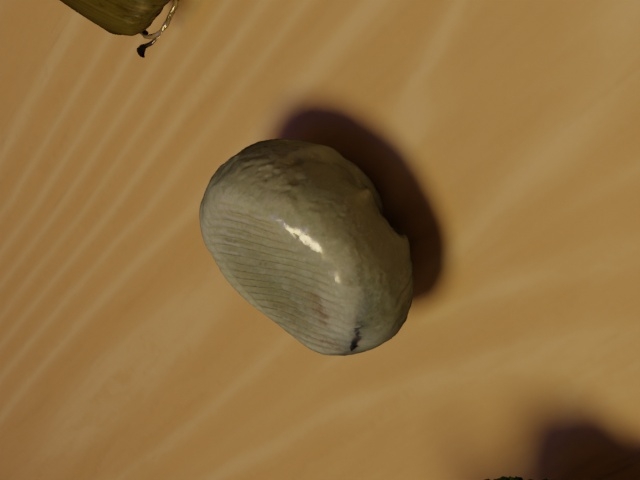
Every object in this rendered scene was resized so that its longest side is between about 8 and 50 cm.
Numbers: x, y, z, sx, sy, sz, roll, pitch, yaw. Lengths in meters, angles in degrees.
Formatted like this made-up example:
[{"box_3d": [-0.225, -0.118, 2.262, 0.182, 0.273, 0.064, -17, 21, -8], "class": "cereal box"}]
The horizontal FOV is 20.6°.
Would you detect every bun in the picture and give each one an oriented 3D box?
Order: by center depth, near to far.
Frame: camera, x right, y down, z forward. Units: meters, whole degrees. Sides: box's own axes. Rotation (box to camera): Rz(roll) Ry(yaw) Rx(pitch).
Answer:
[{"box_3d": [0.000, 0.000, 1.006, 0.141, 0.083, 0.140, 37, 152, 24], "class": "bun"}]

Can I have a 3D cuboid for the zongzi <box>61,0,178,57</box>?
[{"box_3d": [-0.181, -0.174, 0.969, 0.094, 0.204, 0.205, -26, 98, 48], "class": "zongzi"}]

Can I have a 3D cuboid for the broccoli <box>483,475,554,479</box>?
[{"box_3d": [0.112, 0.259, 0.949, 0.262, 0.241, 0.269, -17, 92, 16], "class": "broccoli"}]
